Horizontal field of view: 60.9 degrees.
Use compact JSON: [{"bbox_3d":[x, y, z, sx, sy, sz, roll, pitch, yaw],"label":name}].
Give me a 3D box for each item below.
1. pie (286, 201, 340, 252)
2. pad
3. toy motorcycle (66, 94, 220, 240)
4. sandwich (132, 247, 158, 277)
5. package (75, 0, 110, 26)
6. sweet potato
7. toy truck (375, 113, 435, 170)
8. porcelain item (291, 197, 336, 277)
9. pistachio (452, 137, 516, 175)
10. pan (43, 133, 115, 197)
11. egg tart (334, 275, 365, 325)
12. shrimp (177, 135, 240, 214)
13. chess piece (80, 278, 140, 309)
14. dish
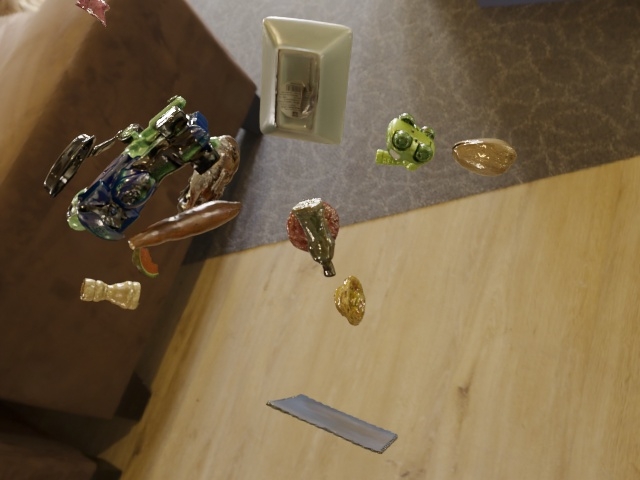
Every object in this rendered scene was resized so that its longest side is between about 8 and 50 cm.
[{"bbox_3d":[-0.021,-0.039,1.510,0.155,0.036,0.154,1,85,-7],"label":"pie"},{"bbox_3d":[0.035,0.406,1.226,0.270,0.269,0.012,18,83,20],"label":"pad"},{"bbox_3d":[-0.341,-0.118,1.011,0.331,0.125,0.196,-37,40,3],"label":"toy motorcycle"},{"bbox_3d":[-0.550,0.072,1.704,0.029,0.135,0.067,-1,44,20],"label":"sandwich"},{"bbox_3d":[-0.393,-0.405,0.942,0.029,0.059,0.083,-37,42,21],"label":"package"},{"bbox_3d":[-0.248,-0.032,1.031,0.057,0.057,0.265,20,32,35],"label":"sweet potato"},{"bbox_3d":[0.305,-0.323,1.923,0.187,0.210,0.148,18,49,-4],"label":"toy truck"},{"bbox_3d":[0.000,0.000,1.402,0.081,0.215,0.069,-13,22,21],"label":"porcelain item"},{"bbox_3d":[0.476,-0.248,1.591,0.186,0.126,0.108,8,70,27],"label":"pistachio"},{"bbox_3d":[-0.448,-0.158,1.023,0.136,0.028,0.235,-48,14,22],"label":"pan"},{"bbox_3d":[0.071,0.151,1.356,0.050,0.129,0.128,-11,60,26],"label":"egg tart"},{"bbox_3d":[-0.325,-0.151,1.549,0.117,0.145,0.342,23,67,7],"label":"shrimp"},{"bbox_3d":[-0.483,0.122,1.253,0.066,0.122,0.066,-22,63,53],"label":"chess piece"},{"bbox_3d":[-0.040,-0.301,1.075,0.182,0.243,0.080,10,33,8],"label":"dish"}]
